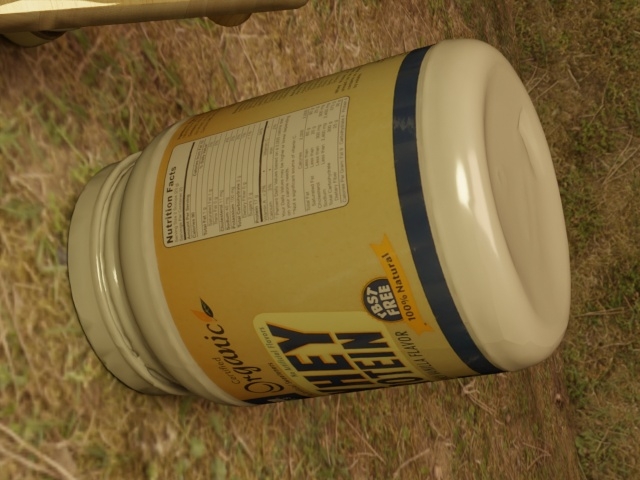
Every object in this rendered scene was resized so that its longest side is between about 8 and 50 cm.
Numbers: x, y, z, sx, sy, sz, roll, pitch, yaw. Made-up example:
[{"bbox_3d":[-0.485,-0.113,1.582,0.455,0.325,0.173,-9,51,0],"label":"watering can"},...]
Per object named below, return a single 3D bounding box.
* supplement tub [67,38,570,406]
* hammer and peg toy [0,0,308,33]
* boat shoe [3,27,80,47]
[{"bbox_3d":[0.000,0.000,0.693,0.228,0.316,0.228,36,48,-53],"label":"supplement tub"},{"bbox_3d":[-0.156,-0.296,0.575,0.266,0.127,0.361,-9,76,-22],"label":"hammer and peg toy"},{"bbox_3d":[-0.171,-0.283,0.717,0.113,0.103,0.302,39,46,-53],"label":"boat shoe"}]
